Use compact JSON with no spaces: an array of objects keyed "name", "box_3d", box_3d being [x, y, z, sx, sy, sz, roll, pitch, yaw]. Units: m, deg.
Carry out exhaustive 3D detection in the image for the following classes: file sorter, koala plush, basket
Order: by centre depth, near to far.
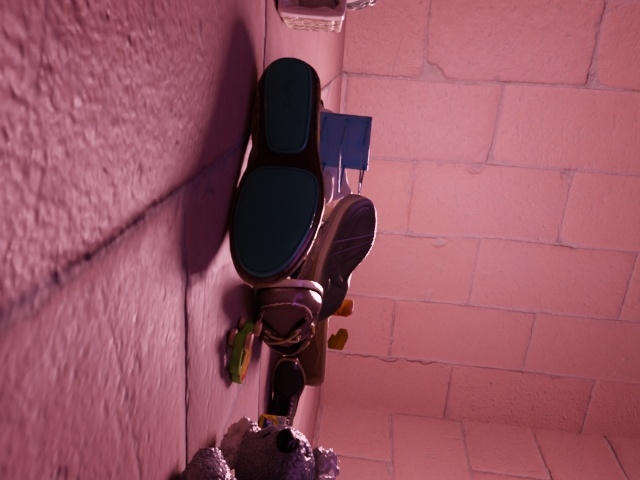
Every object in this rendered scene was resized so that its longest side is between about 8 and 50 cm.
[{"name":"koala plush","box_3d":[-0.067,0.312,0.708,0.221,0.197,0.203,-75,-179,-68]},{"name":"basket","box_3d":[-0.007,-0.447,0.975,0.103,0.114,0.167,-25,120,-87]},{"name":"file sorter","box_3d":[0.003,-0.160,1.066,0.118,0.171,0.104,91,8,-45]}]

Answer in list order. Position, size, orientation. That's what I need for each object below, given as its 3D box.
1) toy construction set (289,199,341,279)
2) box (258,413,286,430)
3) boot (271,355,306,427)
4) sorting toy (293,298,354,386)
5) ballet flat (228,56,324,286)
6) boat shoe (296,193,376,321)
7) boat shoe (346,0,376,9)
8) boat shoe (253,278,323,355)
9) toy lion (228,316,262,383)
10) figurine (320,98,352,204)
[{"name":"toy construction set","box_3d":[0.000,0.000,1.344,0.214,0.151,0.328,-61,171,9]},{"name":"box","box_3d":[-0.100,0.435,1.175,0.059,0.054,0.168,-79,174,-58]},{"name":"boot","box_3d":[-0.075,0.363,1.247,0.137,0.077,0.197,-81,174,-59]},{"name":"sorting toy","box_3d":[-0.005,0.223,1.342,0.307,0.041,0.228,-18,-118,62]},{"name":"ballet flat","box_3d":[-0.052,-0.090,0.804,0.123,0.123,0.348,85,9,-68]},{"name":"boat shoe","box_3d":[0.015,0.030,1.129,0.103,0.118,0.320,49,-39,30]},{"name":"boat shoe","box_3d":[0.068,-0.497,1.094,0.319,0.099,0.116,37,-64,60]},{"name":"boat shoe","box_3d":[-0.059,0.137,1.000,0.324,0.117,0.096,101,-7,-73]},{"name":"toy lion","box_3d":[-0.115,0.167,0.843,0.100,0.034,0.095,-54,156,-81]},{"name":"figurine","box_3d":[-0.004,-0.212,1.229,0.214,0.093,0.209,-118,-162,-56]}]
